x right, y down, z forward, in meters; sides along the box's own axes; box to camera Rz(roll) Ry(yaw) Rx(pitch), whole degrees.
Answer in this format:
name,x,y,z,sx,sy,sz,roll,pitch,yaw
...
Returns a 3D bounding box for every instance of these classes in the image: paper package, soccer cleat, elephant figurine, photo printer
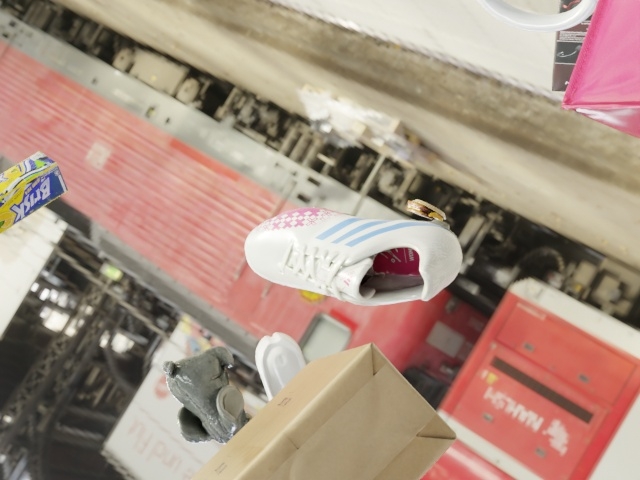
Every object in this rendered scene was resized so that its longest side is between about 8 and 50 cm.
name,x,y,z,sx,sy,sz,roll,pitch,yaw
paper package,-0.019,0.306,1.286,0.168,0.309,0.325,48,160,-2
soccer cleat,0.024,0.025,1.288,0.331,0.116,0.143,-1,-155,26
elephant figurine,-0.216,0.353,1.987,0.240,0.186,0.169,64,154,14
photo printer,-0.064,0.361,2.187,0.256,0.107,0.308,111,140,-80

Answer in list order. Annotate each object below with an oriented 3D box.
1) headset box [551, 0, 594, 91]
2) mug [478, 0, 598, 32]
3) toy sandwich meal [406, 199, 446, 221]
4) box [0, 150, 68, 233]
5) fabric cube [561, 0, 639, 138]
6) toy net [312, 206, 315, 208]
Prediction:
name,x,y,z,sx,sy,sz,roll,pitch,yaw
headset box,0.531,-0.461,1.906,0.110,0.293,0.218,5,-159,13
mug,0.314,-0.467,1.302,0.328,0.374,0.276,18,-142,20
toy sandwich meal,0.215,-0.056,1.926,0.085,0.029,0.085,28,177,2
box,-0.469,-0.063,1.429,0.054,0.169,0.059,32,147,36
fabric cube,0.366,-0.166,0.633,0.258,0.259,0.254,18,-176,-14
toy net,0.000,0.000,1.849,0.045,0.122,0.232,-4,144,-5
